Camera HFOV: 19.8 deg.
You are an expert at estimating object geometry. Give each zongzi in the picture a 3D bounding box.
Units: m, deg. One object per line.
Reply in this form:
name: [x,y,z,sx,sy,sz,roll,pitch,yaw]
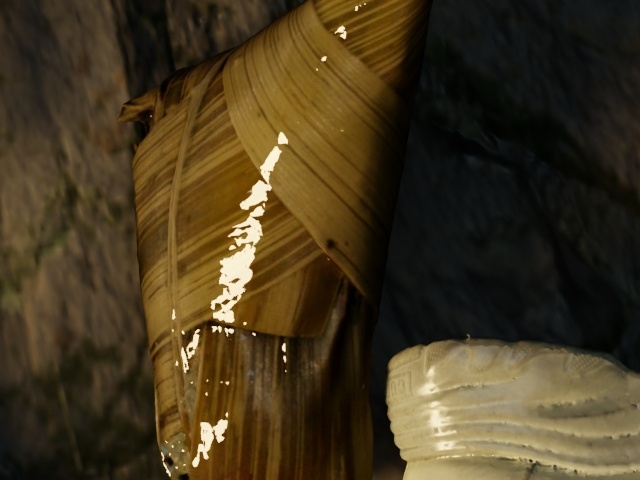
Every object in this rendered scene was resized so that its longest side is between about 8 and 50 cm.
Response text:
zongzi: [0.000,0.000,1.001,0.134,0.288,0.285,1,72,-32]

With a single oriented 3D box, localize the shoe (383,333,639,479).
shoe: [0.201,0.171,1.042,0.342,0.132,0.210,4,81,-4]
